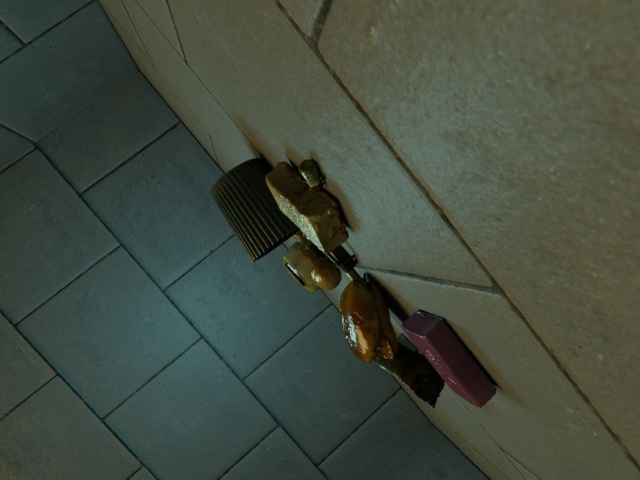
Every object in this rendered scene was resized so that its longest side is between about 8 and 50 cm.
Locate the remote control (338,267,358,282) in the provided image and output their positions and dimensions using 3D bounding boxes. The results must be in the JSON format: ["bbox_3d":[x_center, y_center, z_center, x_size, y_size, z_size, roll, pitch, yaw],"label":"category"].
[{"bbox_3d":[0.110,0.126,1.726,0.233,0.038,0.098,50,171,6],"label":"remote control"}]

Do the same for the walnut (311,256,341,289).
[{"bbox_3d":[0.028,0.155,1.939,0.144,0.144,0.180,42,164,43],"label":"walnut"}]

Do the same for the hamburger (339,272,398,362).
[{"bbox_3d":[0.168,0.289,1.533,0.290,0.170,0.315,109,149,-71],"label":"hamburger"}]

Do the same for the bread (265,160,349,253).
[{"bbox_3d":[-0.042,-0.105,1.277,0.274,0.114,0.185,42,165,36],"label":"bread"}]

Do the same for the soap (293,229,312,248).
[{"bbox_3d":[-0.114,-0.058,1.951,0.233,0.076,0.135,40,166,54],"label":"soap"}]

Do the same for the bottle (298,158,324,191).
[{"bbox_3d":[-0.020,-0.165,1.107,0.063,0.047,0.101,31,163,34],"label":"bottle"}]

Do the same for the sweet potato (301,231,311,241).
[{"bbox_3d":[0.000,0.000,1.693,0.194,0.056,0.056,34,166,23],"label":"sweet potato"}]

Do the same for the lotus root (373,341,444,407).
[{"bbox_3d":[0.352,0.488,1.571,0.267,0.149,0.260,34,173,-2],"label":"lotus root"}]

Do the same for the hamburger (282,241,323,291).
[{"bbox_3d":[-0.063,0.130,2.163,0.276,0.179,0.294,47,168,2],"label":"hamburger"}]

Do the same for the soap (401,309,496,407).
[{"bbox_3d":[0.355,0.325,1.179,0.259,0.081,0.181,51,171,-6],"label":"soap"}]

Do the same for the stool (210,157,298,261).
[{"bbox_3d":[-0.247,-0.129,1.680,0.330,0.297,0.297,55,171,0],"label":"stool"}]

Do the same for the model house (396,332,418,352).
[{"bbox_3d":[0.348,0.472,1.782,0.100,0.100,0.088,44,169,32],"label":"model house"}]

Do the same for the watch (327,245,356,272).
[{"bbox_3d":[0.057,0.043,1.551,0.193,0.068,0.206,49,176,-19],"label":"watch"}]
